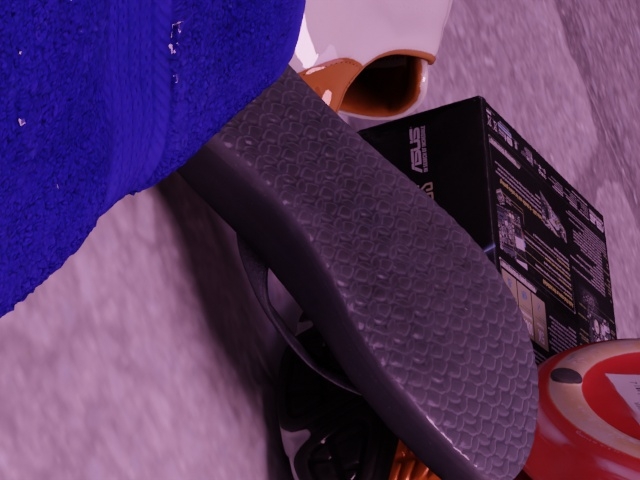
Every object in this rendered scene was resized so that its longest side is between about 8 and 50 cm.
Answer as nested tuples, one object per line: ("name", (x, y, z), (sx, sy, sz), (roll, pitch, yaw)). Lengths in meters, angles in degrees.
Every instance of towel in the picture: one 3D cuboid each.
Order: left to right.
("towel", (-0.088, -0.095, 0.572), (0.308, 0.076, 0.227), (-47, 137, -54))

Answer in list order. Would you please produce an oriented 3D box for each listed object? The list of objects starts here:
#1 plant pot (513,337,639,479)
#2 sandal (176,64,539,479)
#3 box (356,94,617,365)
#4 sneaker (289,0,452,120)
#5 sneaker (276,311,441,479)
("plant pot", (0.168, 0.152, 0.889), (0.191, 0.191, 0.174), (-46, 147, -62))
("sandal", (0.000, -0.001, 0.783), (0.254, 0.054, 0.097), (51, 43, 1))
("box", (0.094, 0.029, 1.003), (0.180, 0.077, 0.147), (34, 46, -55))
("sneaker", (0.024, -0.132, 0.934), (0.290, 0.106, 0.123), (-44, 120, -51))
("sneaker", (0.039, 0.136, 0.835), (0.121, 0.099, 0.262), (76, 10, -58))
